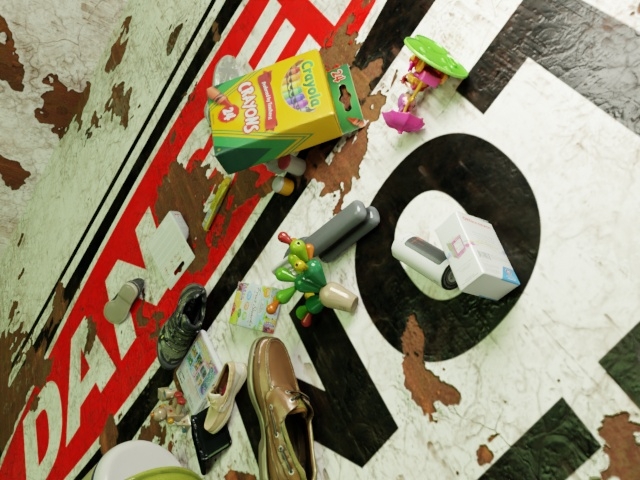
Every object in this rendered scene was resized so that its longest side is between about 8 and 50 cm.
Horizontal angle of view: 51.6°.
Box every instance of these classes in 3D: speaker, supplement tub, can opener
[{"bbox_3d":[0.180,0.033,1.116,0.136,0.055,0.055,36,104,52],"label":"speaker"},{"bbox_3d":[-0.475,0.635,1.536,0.316,0.228,0.228,-46,44,28],"label":"supplement tub"},{"bbox_3d":[0.000,0.000,1.336,0.280,0.074,0.093,-35,50,38],"label":"can opener"}]

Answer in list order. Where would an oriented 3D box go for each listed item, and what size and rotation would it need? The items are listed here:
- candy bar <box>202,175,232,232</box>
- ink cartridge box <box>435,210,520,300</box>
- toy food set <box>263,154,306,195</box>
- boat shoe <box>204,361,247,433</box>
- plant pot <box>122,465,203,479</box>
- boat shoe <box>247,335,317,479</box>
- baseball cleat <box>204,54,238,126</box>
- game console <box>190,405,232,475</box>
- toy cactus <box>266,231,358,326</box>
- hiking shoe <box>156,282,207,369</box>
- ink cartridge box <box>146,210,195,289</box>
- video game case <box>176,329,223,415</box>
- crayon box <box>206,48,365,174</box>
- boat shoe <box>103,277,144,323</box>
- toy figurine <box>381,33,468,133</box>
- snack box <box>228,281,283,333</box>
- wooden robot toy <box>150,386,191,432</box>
[{"bbox_3d":[-0.278,-0.096,1.766,0.040,0.018,0.162,42,109,54],"label":"candy bar"},{"bbox_3d":[0.240,0.023,1.017,0.052,0.088,0.123,-45,45,35],"label":"ink cartridge box"},{"bbox_3d":[-0.103,-0.227,1.531,0.111,0.104,0.232,-27,56,43],"label":"toy food set"},{"bbox_3d":[-0.224,0.345,1.470,0.063,0.059,0.170,20,84,50],"label":"boat shoe"},{"bbox_3d":[-0.255,0.667,1.191,0.353,0.366,0.367,27,97,41],"label":"plant pot"},{"bbox_3d":[-0.061,0.324,1.263,0.104,0.110,0.308,-27,65,38],"label":"boat shoe"},{"bbox_3d":[-0.291,-0.422,1.875,0.109,0.072,0.206,-12,62,56],"label":"baseball cleat"},{"bbox_3d":[-0.251,0.452,1.512,0.122,0.071,0.107,-118,27,-44],"label":"game console"},{"bbox_3d":[-0.017,0.092,1.270,0.180,0.112,0.219,21,128,24],"label":"toy cactus"},{"bbox_3d":[-0.345,0.216,1.639,0.227,0.086,0.114,-70,16,-3],"label":"hiking shoe"},{"bbox_3d":[-0.414,0.027,1.883,0.145,0.045,0.179,-49,61,26],"label":"ink cartridge box"},{"bbox_3d":[-0.296,0.322,1.617,0.143,0.019,0.157,-58,39,16],"label":"video game case"},{"bbox_3d":[-0.080,-0.287,1.427,0.318,0.081,0.202,-18,57,8],"label":"crayon box"},{"bbox_3d":[-0.598,0.185,2.032,0.206,0.075,0.065,-47,1,36],"label":"boat shoe"},{"bbox_3d":[0.172,-0.279,1.225,0.159,0.130,0.173,-59,16,30],"label":"toy figurine"},{"bbox_3d":[-0.146,0.149,1.485,0.141,0.037,0.100,4,79,51],"label":"snack box"},{"bbox_3d":[-0.379,0.409,1.621,0.173,0.079,0.076,40,124,50],"label":"wooden robot toy"}]
